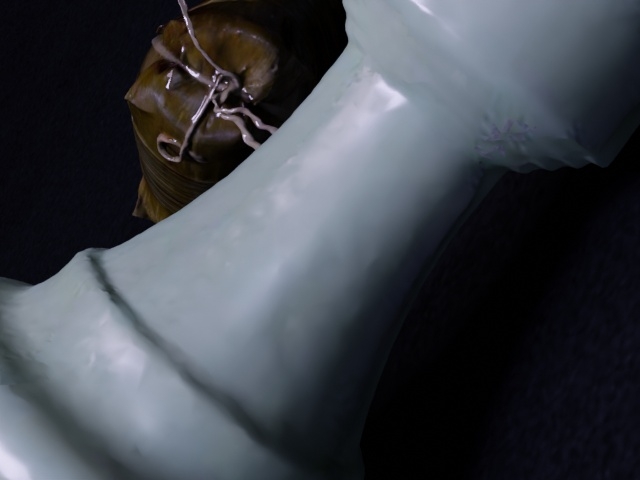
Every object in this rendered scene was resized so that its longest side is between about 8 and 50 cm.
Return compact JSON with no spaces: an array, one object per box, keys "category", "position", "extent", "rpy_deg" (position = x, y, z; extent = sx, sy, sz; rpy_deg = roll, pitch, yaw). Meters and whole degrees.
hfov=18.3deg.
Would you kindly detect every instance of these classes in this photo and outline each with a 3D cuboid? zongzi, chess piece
[{"category":"zongzi","position":[-0.021,-0.101,0.873],"extent":[0.187,0.084,0.184],"rpy_deg":[108,-174,-75]},{"category":"chess piece","position":[0.000,0.000,0.691],"extent":[0.299,0.194,0.194],"rpy_deg":[-52,26,8]}]
